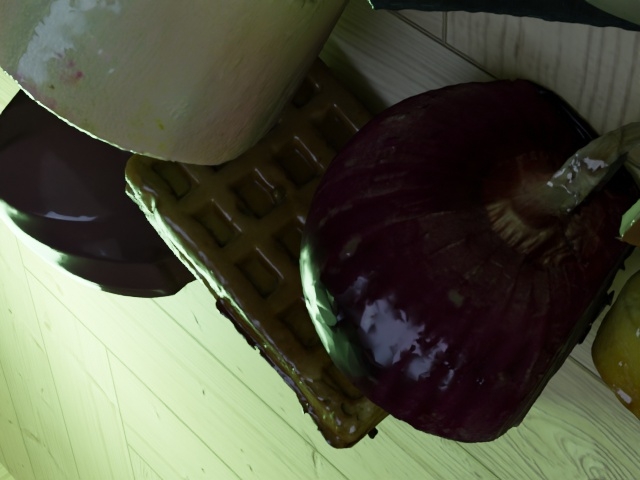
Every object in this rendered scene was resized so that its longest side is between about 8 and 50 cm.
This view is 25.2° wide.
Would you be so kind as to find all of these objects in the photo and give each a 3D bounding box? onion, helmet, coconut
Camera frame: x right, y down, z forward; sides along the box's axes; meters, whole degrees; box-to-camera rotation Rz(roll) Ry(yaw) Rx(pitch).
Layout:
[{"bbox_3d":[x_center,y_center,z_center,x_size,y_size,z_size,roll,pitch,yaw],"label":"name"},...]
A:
[{"bbox_3d":[0.098,0.017,1.093,0.256,0.230,0.272,36,143,38],"label":"onion"},{"bbox_3d":[-0.221,-0.046,1.545,0.338,0.197,0.271,34,165,18],"label":"helmet"},{"bbox_3d":[-0.131,-0.214,1.171,0.297,0.297,0.309,52,132,13],"label":"coconut"}]

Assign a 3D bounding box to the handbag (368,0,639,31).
[{"bbox_3d":[0.127,-0.211,0.845,0.175,0.270,0.089,109,164,-61],"label":"handbag"}]

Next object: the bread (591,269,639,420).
[{"bbox_3d":[0.302,0.121,1.024,0.245,0.102,0.094,43,143,25],"label":"bread"}]

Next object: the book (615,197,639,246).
[{"bbox_3d":[0.357,0.004,0.653,0.374,0.028,0.262,21,149,-4],"label":"book"}]

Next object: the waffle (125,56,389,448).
[{"bbox_3d":[0.000,0.000,1.279,0.328,0.224,0.098,49,169,17],"label":"waffle"}]

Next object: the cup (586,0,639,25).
[{"bbox_3d":[0.230,-0.186,0.628,0.253,0.200,0.191,-41,47,53],"label":"cup"}]
